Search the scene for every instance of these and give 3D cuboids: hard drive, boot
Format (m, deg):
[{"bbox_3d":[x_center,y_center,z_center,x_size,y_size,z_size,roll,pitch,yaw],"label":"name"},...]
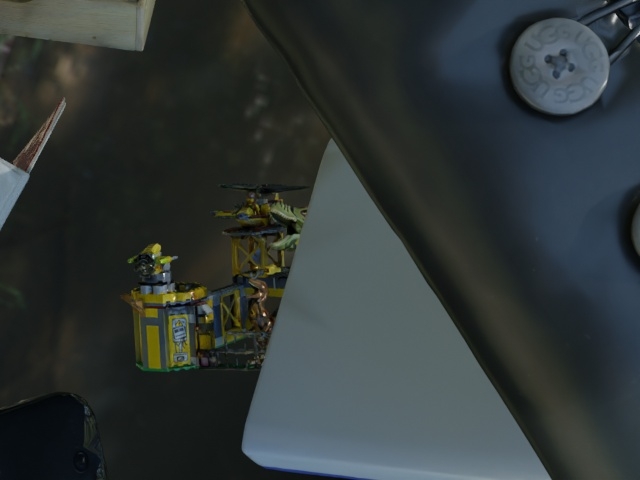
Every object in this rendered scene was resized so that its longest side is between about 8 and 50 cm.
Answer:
[{"bbox_3d":[0.125,0.041,1.014,0.040,0.319,0.210,45,55,-51],"label":"hard drive"},{"bbox_3d":[0.003,-0.066,0.751,0.367,0.445,0.146,-37,-175,-5],"label":"boot"}]

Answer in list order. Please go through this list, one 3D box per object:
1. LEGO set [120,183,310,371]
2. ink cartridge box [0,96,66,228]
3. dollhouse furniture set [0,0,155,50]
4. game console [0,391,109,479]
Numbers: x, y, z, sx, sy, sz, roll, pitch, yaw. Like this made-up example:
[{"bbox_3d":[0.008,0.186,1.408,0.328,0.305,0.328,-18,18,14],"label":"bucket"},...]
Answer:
[{"bbox_3d":[0.000,0.000,1.511,0.255,0.331,0.192,-13,102,-54],"label":"LEGO set"},{"bbox_3d":[-0.328,0.025,1.250,0.309,0.130,0.272,-36,-155,56],"label":"ink cartridge box"},{"bbox_3d":[-0.201,-0.273,1.342,0.212,0.161,0.242,-83,180,-47],"label":"dollhouse furniture set"},{"bbox_3d":[-0.135,0.240,0.947,0.250,0.173,0.293,-16,97,-51],"label":"game console"}]
